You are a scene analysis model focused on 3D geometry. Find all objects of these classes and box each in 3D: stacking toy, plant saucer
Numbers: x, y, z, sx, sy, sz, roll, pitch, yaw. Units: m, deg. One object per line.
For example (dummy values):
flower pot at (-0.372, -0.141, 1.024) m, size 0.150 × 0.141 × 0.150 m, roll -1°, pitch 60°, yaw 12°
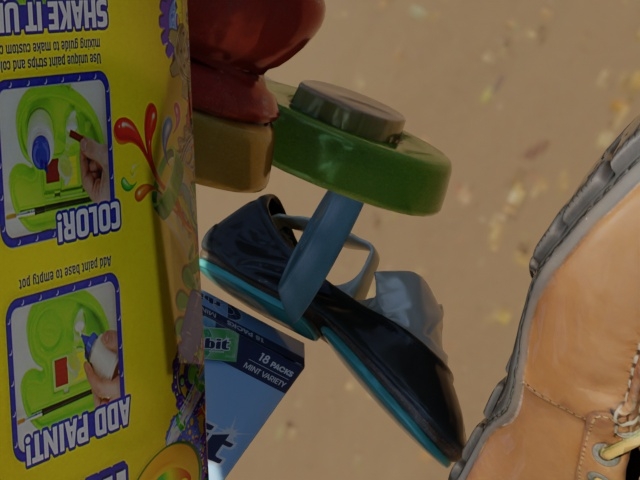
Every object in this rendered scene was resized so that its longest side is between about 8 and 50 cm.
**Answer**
stacking toy at (-0.062, -0.130, 0.994) m, size 0.309 × 0.279 × 0.130 m, roll 33°, pitch 105°, yaw 43°
plant saucer at (0.000, 0.000, 1.294) m, size 0.119 × 0.021 × 0.119 m, roll -61°, pitch 6°, yaw 10°

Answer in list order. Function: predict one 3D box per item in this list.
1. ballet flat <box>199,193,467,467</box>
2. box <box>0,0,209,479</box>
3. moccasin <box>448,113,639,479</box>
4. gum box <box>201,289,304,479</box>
ballet flat at (0.023, 0.050, 1.377) m, size 0.280 × 0.095 × 0.096 m, roll 37°, pitch 81°, yaw 30°
box at (-0.209, -0.015, 0.679) m, size 0.290 × 0.177 × 0.279 m, roll 1°, pitch 98°, yaw 25°
moccasin at (0.163, 0.058, 0.881) m, size 0.139 × 0.147 × 0.380 m, roll -39°, pitch -23°, yaw -39°
gum box at (-0.126, 0.120, 1.436) m, size 0.184 × 0.157 × 0.041 m, roll -55°, pitch 15°, yaw 23°
